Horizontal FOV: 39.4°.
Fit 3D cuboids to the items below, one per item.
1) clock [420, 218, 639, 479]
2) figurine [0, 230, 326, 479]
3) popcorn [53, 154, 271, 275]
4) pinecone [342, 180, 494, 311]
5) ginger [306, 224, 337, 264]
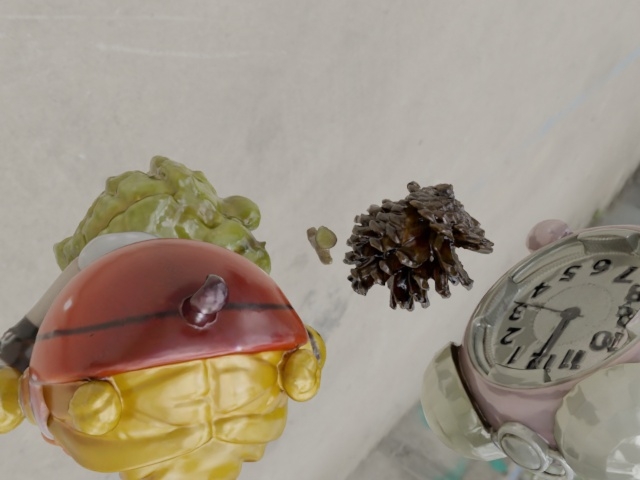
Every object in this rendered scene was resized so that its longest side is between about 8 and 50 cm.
[{"bbox_3d":[0.302,0.125,1.014,0.326,0.184,0.342,-44,-162,-29],"label":"clock"},{"bbox_3d":[-0.135,0.090,0.751,0.320,0.323,0.196,-7,102,-25],"label":"figurine"},{"bbox_3d":[-0.180,0.029,1.034,0.195,0.254,0.256,-164,-111,-82],"label":"popcorn"},{"bbox_3d":[0.124,0.010,1.169,0.179,0.195,0.150,-103,170,-69],"label":"pinecone"},{"bbox_3d":[0.000,0.000,1.440,0.030,0.097,0.048,12,118,-29],"label":"ginger"}]
